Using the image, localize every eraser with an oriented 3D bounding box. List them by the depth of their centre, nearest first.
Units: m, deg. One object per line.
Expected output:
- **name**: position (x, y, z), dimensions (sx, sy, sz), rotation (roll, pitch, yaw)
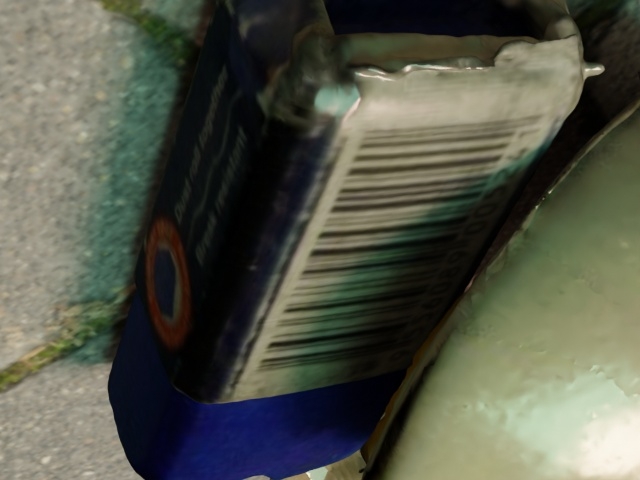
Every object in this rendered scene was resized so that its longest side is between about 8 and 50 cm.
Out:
- **eraser**: position (0.000, 0.000, 0.662), dimensions (0.155, 0.101, 0.332), rotation (-6, 144, -27)

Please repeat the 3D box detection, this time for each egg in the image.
- **egg**: position (0.153, 0.068, 0.678), dimensions (0.286, 0.174, 0.264), rotation (-43, 161, -25)

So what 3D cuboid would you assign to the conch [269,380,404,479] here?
- **conch**: position (0.140, 0.153, 0.901), dimensions (0.324, 0.186, 0.263), rotation (-10, 122, -24)
